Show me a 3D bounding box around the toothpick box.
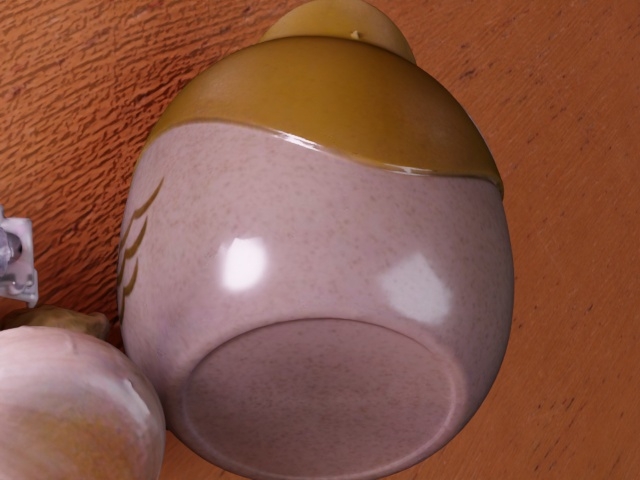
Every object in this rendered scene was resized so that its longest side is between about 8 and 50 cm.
[{"bbox_3d":[0.000,0.000,1.280,0.409,0.409,0.425,52,25,-41],"label":"toothpick box"}]

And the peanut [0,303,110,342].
[{"bbox_3d":[-0.271,0.189,1.109,0.143,0.159,0.291,104,-9,-59],"label":"peanut"}]

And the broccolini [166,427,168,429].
[{"bbox_3d":[-0.215,0.145,1.273,0.201,0.058,0.074,39,50,-49],"label":"broccolini"}]

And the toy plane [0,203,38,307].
[{"bbox_3d":[-0.349,0.039,1.031,0.252,0.118,0.252,3,86,-37],"label":"toy plane"}]

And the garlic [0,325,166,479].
[{"bbox_3d":[-0.234,0.133,1.005,0.266,0.128,0.148,30,36,-19],"label":"garlic"}]
